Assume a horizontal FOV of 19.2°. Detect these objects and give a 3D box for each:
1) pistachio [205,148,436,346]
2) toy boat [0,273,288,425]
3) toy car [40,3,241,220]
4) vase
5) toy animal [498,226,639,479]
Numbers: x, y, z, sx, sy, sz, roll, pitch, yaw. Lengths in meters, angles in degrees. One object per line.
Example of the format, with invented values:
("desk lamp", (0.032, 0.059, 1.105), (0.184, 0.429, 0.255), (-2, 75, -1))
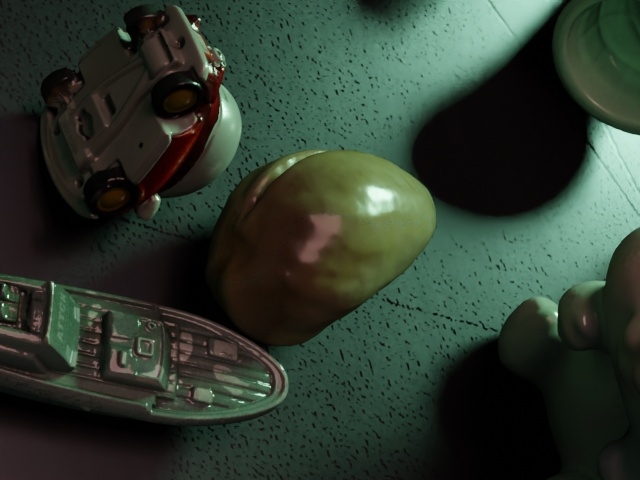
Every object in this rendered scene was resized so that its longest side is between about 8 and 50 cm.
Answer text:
("pistachio", (0.000, 0.000, 1.261), (0.185, 0.124, 0.124), (-15, 79, -42))
("toy boat", (-0.134, 0.067, 1.162), (0.260, 0.085, 0.078), (15, 62, -27))
("toy car", (-0.101, -0.078, 1.226), (0.112, 0.139, 0.112), (18, 38, -47))
("vase", (0.312, -0.225, 1.547), (0.143, 0.143, 0.299), (45, 50, -9))
("toy animal", (0.294, 0.078, 1.270), (0.241, 0.367, 0.196), (-7, 71, -23))
